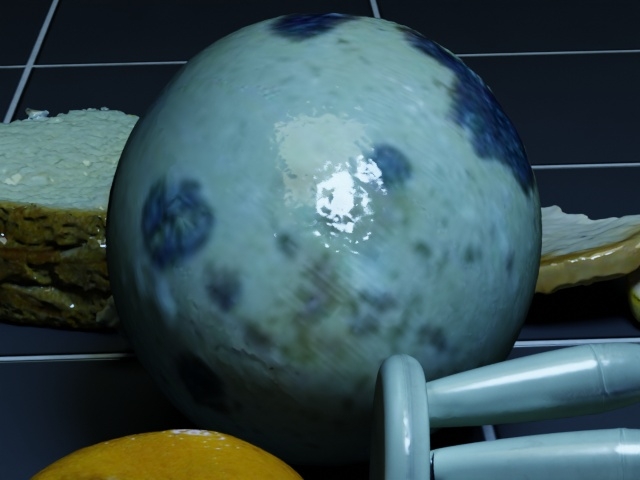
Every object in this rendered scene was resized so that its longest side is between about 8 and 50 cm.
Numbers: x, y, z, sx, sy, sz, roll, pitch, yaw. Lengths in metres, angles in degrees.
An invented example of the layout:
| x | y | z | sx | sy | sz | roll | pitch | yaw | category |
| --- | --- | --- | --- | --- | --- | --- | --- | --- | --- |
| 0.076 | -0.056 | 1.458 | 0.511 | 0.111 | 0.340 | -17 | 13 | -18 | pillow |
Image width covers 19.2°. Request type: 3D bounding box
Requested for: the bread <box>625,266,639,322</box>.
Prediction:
| x | y | z | sx | sy | sz | roll | pitch | yaw | category |
| --- | --- | --- | --- | --- | --- | --- | --- | --- | --- |
| 0.340 | 0.047 | 1.747 | 0.115 | 0.056 | 0.082 | -19 | 42 | -3 | bread |

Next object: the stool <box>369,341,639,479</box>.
| x | y | z | sx | sy | sz | roll | pitch | yaw | category |
| --- | --- | --- | --- | --- | --- | --- | --- | --- | --- |
| 0.132 | 0.172 | 1.233 | 0.199 | 0.195 | 0.195 | 0 | 20 | 0 | stool |

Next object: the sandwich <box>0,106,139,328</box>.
| x | y | z | sx | sy | sz | roll | pitch | yaw | category |
| --- | --- | --- | --- | --- | --- | --- | --- | --- | --- |
| -0.271 | -0.031 | 1.886 | 0.262 | 0.131 | 0.325 | 3 | 23 | 14 | sandwich |

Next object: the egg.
| x | y | z | sx | sy | sz | roll | pitch | yaw | category |
| --- | --- | --- | --- | --- | --- | --- | --- | --- | --- |
| 0.000 | 0.000 | 1.478 | 0.345 | 0.345 | 0.428 | 2 | 20 | 8 | egg |

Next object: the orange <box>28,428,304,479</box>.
| x | y | z | sx | sy | sz | roll | pitch | yaw | category |
| --- | --- | --- | --- | --- | --- | --- | --- | --- | --- |
| -0.096 | 0.221 | 1.145 | 0.240 | 0.171 | 0.240 | -7 | 24 | 3 | orange |

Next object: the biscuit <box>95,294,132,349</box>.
| x | y | z | sx | sy | sz | roll | pitch | yaw | category |
| --- | --- | --- | --- | --- | --- | --- | --- | --- | --- |
| -0.073 | 0.022 | 1.728 | 0.290 | 0.141 | 0.038 | -14 | 49 | -37 | biscuit |

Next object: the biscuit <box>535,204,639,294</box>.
| x | y | z | sx | sy | sz | roll | pitch | yaw | category |
| --- | --- | --- | --- | --- | --- | --- | --- | --- | --- |
| 0.198 | 0.012 | 1.813 | 0.204 | 0.040 | 0.309 | -24 | 16 | -33 | biscuit |
